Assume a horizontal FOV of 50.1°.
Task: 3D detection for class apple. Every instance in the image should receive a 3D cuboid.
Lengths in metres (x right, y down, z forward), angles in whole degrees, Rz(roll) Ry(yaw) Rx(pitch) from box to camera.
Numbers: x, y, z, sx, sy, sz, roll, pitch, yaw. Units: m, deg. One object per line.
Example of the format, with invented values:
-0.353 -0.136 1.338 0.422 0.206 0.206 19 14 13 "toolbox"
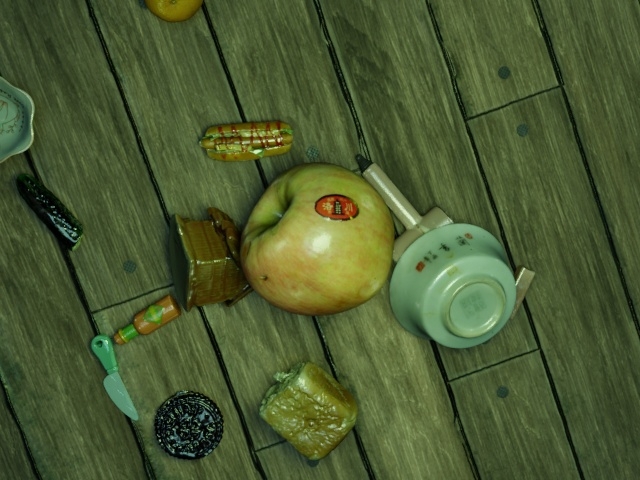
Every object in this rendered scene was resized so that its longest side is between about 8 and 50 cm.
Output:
0.000 0.000 1.698 0.347 0.391 0.391 34 91 -32 "apple"

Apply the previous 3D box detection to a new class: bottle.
-0.467 0.220 1.835 0.187 0.069 0.069 -33 95 0 "bottle"

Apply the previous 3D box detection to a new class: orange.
-0.376 -0.640 1.746 0.159 0.159 0.136 -10 51 -3 "orange"

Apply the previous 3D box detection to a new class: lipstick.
0.544 0.144 1.908 0.045 0.045 0.145 25 92 -4 "lipstick"

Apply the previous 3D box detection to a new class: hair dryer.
0.198 -0.089 1.856 0.189 0.107 0.344 -40 87 2 "hair dryer"

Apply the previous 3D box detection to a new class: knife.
-0.563 0.378 1.861 0.063 0.034 0.260 -17 98 2 "knife"

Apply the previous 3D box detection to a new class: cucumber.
-0.711 -0.080 1.797 0.074 0.074 0.241 -42 94 0 "cucumber"

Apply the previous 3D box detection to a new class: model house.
-0.269 0.046 1.799 0.229 0.199 0.219 -4 137 -26 "model house"

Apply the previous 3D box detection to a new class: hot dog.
-0.198 -0.263 1.816 0.250 0.076 0.104 -3 95 -6 "hot dog"

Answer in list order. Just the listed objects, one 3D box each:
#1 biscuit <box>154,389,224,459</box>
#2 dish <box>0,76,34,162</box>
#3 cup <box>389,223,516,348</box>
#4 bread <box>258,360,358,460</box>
-0.359 0.506 1.870 0.195 0.053 0.194 0 94 -5 "biscuit"
-0.835 -0.313 1.770 0.230 0.081 0.229 0 98 -3 "dish"
0.369 0.145 1.784 0.348 0.163 0.347 -6 113 -14 "cup"
-0.036 0.433 1.827 0.246 0.176 0.195 43 102 -8 "bread"
